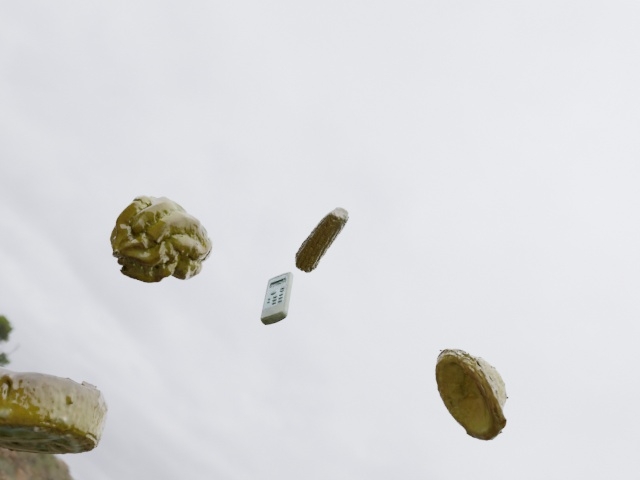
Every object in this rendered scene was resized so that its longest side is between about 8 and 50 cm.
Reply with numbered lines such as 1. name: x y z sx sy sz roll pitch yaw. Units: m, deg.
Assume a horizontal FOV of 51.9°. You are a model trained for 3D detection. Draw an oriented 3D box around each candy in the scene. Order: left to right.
1. candy: -0.513 0.312 1.181 0.260 0.118 0.260 3 -29 1

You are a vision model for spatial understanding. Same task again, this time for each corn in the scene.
1. corn: 0.000 0.000 2.054 0.086 0.086 0.288 42 -49 5

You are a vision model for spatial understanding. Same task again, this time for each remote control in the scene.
1. remote control: -0.147 0.195 2.240 0.098 0.233 0.038 -21 -61 17

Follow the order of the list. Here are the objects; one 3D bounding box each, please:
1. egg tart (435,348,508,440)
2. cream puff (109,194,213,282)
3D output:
1. egg tart: 0.477 0.462 2.021 0.315 0.120 0.314 49 -30 42
2. cream puff: -0.526 0.028 2.100 0.291 0.257 0.324 32 -34 7
